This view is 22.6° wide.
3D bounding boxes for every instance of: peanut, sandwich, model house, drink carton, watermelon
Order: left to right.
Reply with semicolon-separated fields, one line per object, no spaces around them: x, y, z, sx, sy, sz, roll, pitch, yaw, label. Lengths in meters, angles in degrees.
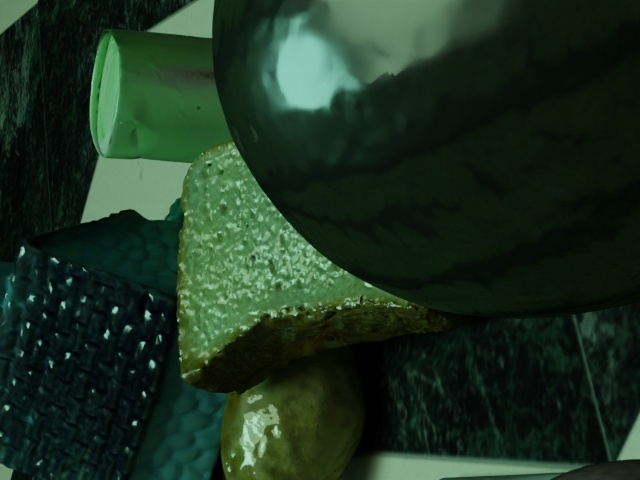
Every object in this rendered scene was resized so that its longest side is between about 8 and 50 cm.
-0.208;0.097;1.447;0.226;0.241;0.261;58;136;51;model house
-0.124;-0.123;1.414;0.144;0.142;0.146;-125;43;-56;drink carton
-0.013;0.102;1.191;0.108;0.095;0.226;3;80;33;peanut
0.000;0.000;1.110;0.214;0.065;0.186;-16;63;31;sandwich
0.098;-0.101;0.747;0.359;0.279;0.279;-15;69;41;watermelon

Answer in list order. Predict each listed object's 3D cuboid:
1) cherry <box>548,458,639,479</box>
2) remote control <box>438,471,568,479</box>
0.161;0.217;0.672;0.239;0.206;0.239;-3;84;30;cherry
0.114;0.167;0.973;0.184;0.027;0.050;-20;67;62;remote control
